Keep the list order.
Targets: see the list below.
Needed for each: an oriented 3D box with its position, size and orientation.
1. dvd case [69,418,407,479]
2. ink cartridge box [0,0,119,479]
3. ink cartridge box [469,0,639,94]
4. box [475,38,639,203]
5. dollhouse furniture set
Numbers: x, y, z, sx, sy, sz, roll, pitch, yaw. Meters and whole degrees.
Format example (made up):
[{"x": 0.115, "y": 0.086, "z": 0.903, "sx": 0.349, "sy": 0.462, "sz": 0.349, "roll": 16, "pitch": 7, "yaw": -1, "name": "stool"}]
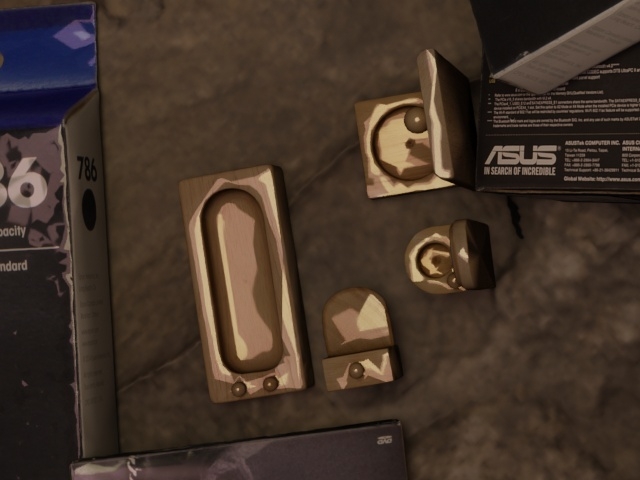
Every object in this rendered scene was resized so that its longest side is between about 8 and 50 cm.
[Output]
[{"x": -0.029, "y": 0.207, "z": 0.837, "sx": 0.164, "sy": 0.018, "sz": 0.221, "roll": -6, "pitch": 90, "yaw": -9, "name": "dvd case"}, {"x": -0.192, "y": 0.042, "z": 0.880, "sx": 0.165, "sy": 0.065, "sz": 0.333, "roll": -4, "pitch": 87, "yaw": 12, "name": "ink cartridge box"}, {"x": 0.133, "y": -0.198, "z": 0.715, "sx": 0.208, "sy": 0.045, "sz": 0.206, "roll": -28, "pitch": 68, "yaw": 37, "name": "ink cartridge box"}, {"x": 0.210, "y": -0.135, "z": 0.722, "sx": 0.307, "sy": 0.076, "sz": 0.243, "roll": 2, "pitch": 88, "yaw": 43, "name": "box"}, {"x": 0.000, "y": 0.000, "z": 0.810, "sx": 0.151, "sy": 0.123, "sz": 0.144, "roll": -9, "pitch": 87, "yaw": 11, "name": "dollhouse furniture set"}]
